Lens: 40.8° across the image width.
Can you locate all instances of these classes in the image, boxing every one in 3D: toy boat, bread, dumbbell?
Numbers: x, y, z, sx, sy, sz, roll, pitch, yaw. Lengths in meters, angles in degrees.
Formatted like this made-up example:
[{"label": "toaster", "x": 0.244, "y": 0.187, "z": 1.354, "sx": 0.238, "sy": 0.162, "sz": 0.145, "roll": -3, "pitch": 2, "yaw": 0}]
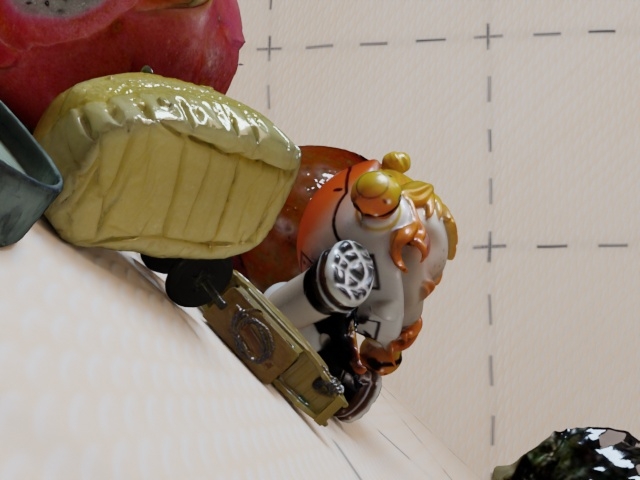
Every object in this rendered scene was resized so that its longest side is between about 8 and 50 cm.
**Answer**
[{"label": "toy boat", "x": -0.053, "y": 0.104, "z": 0.867, "sx": 0.200, "sy": 0.057, "sz": 0.077, "roll": 46, "pitch": 4, "yaw": 5}, {"label": "bread", "x": -0.128, "y": -0.062, "z": 0.712, "sx": 0.236, "sy": 0.140, "sz": 0.106, "roll": 6, "pitch": 29, "yaw": -50}, {"label": "dumbbell", "x": -0.126, "y": 0.019, "z": 0.809, "sx": 0.147, "sy": 0.069, "sz": 0.069, "roll": 45, "pitch": 0, "yaw": 39}]

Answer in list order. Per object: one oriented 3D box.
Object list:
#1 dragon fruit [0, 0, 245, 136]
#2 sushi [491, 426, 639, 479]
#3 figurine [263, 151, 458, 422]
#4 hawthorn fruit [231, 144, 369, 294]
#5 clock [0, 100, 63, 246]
[{"label": "dragon fruit", "x": -0.215, "y": -0.216, "z": 0.807, "sx": 0.290, "sy": 0.290, "sz": 0.189, "roll": 45, "pitch": 6, "yaw": 10}, {"label": "sushi", "x": 0.222, "y": 0.280, "z": 0.555, "sx": 0.350, "sy": 0.211, "sz": 0.171, "roll": 52, "pitch": -8, "yaw": -29}, {"label": "figurine", "x": 0.052, "y": 0.030, "z": 1.075, "sx": 0.196, "sy": 0.323, "sz": 0.320, "roll": 15, "pitch": -47, "yaw": 20}, {"label": "hawthorn fruit", "x": -0.005, "y": -0.014, "z": 1.342, "sx": 0.316, "sy": 0.316, "sz": 0.316, "roll": 46, "pitch": 0, "yaw": 0}, {"label": "clock", "x": -0.244, "y": -0.091, "z": 0.494, "sx": 0.226, "sy": 0.049, "sz": 0.226, "roll": 44, "pitch": 0, "yaw": 0}]
